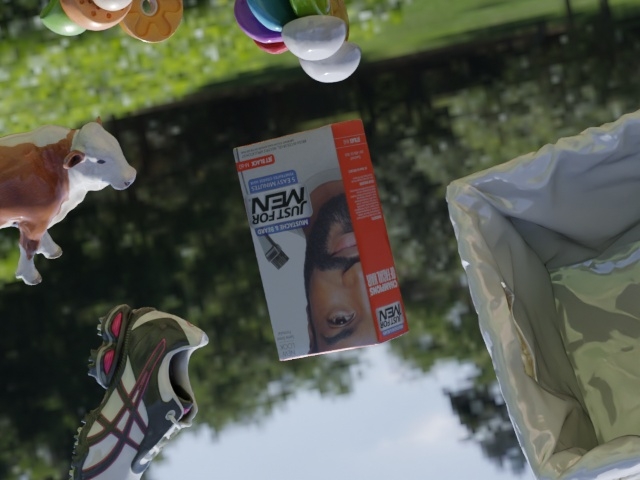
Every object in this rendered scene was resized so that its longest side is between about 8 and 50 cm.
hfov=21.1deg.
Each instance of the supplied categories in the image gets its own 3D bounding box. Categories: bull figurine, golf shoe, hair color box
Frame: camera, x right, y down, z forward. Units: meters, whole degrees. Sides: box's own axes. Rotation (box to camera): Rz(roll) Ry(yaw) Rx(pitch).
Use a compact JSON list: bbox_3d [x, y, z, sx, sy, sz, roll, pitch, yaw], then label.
[{"bbox_3d":[-0.361,-0.043,1.898,0.310,0.188,0.101,-3,-148,-11],"label":"bull figurine"},{"bbox_3d":[-0.209,0.212,1.947,0.120,0.273,0.105,10,-178,15],"label":"golf shoe"},{"bbox_3d":[0.000,0.000,1.303,0.093,0.167,0.053,-12,-178,31],"label":"hair color box"}]

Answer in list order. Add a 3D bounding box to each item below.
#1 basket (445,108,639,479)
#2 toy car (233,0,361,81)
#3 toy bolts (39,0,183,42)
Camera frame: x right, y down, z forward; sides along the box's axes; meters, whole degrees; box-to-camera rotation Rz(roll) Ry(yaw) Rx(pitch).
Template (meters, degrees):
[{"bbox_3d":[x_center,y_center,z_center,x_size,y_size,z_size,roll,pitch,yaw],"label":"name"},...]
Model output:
[{"bbox_3d":[0.340,0.069,1.685,0.331,0.328,0.266,-21,157,11],"label":"basket"},{"bbox_3d":[-0.031,-0.274,2.011,0.136,0.159,0.182,-7,166,12],"label":"toy car"},{"bbox_3d":[-0.238,-0.376,2.260,0.218,0.229,0.158,12,173,-36],"label":"toy bolts"}]
